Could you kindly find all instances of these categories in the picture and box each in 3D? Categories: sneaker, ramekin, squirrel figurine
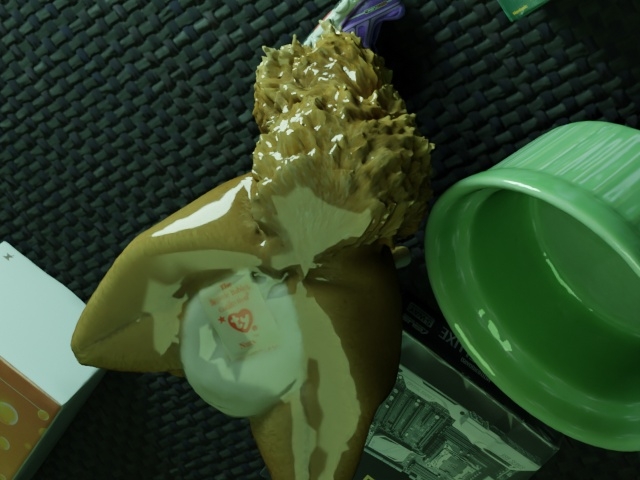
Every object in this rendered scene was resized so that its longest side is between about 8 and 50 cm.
[{"bbox_3d":[0.020,-0.197,1.138,0.071,0.068,0.170,41,122,-9],"label":"sneaker"},{"bbox_3d":[0.259,0.035,1.045,0.303,0.148,0.303,37,148,28],"label":"ramekin"},{"bbox_3d":[0.000,0.000,1.083,0.281,0.370,0.397,28,109,9],"label":"squirrel figurine"}]

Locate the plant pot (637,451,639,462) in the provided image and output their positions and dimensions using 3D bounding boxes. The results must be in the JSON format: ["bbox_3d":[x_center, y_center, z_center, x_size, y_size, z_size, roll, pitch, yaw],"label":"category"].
[{"bbox_3d":[0.455,0.226,1.098,0.293,0.196,0.293,9,119,17],"label":"plant pot"}]

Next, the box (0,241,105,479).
[{"bbox_3d":[-0.448,0.210,1.467,0.215,0.168,0.345,38,122,0],"label":"box"}]

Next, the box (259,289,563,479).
[{"bbox_3d":[0.105,0.246,1.316,0.242,0.076,0.307,38,122,3],"label":"box"}]

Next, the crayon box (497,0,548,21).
[{"bbox_3d":[0.246,-0.340,0.964,0.278,0.081,0.165,-30,102,31],"label":"crayon box"}]
